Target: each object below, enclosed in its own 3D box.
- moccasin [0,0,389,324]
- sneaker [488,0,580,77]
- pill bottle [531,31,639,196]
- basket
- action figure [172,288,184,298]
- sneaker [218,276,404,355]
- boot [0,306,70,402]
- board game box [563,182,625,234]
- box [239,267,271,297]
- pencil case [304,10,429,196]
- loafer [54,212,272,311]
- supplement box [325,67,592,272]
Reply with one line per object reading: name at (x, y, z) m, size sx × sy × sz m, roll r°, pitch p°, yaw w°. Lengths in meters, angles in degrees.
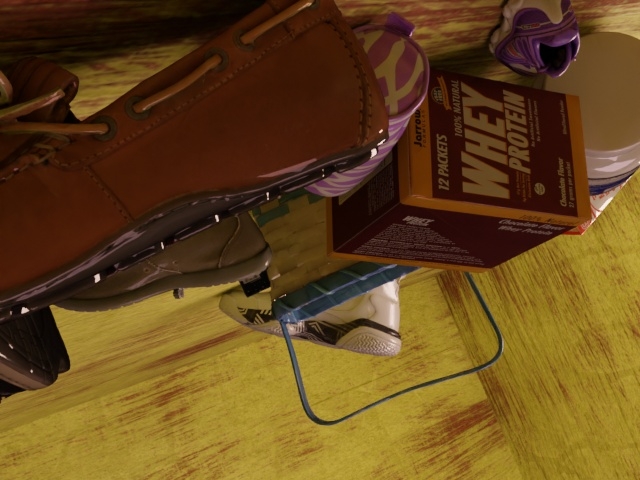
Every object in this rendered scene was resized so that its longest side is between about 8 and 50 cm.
moccasin at (-0.144, -0.047, 0.498) m, size 0.379 × 0.147 × 0.139 m, roll -25°, pitch -174°, yaw -10°
sneaker at (0.193, -0.170, 0.779) m, size 0.068 × 0.071 × 0.170 m, roll -24°, pitch 172°, yaw 8°
pill bottle at (0.312, -0.139, 1.007) m, size 0.153 × 0.153 × 0.264 m, roll -24°, pitch 171°, yaw 9°
basket at (0.060, 0.054, 1.076) m, size 0.254 × 0.289 × 0.201 m, roll -21°, pitch 167°, yaw 8°
action figure at (-0.171, 0.036, 1.162) m, size 0.137 × 0.064 × 0.232 m, roll -30°, pitch 173°, yaw 21°
sneaker at (-0.006, 0.097, 1.738) m, size 0.365 × 0.210 × 0.137 m, roll 12°, pitch 170°, yaw 1°
boot at (-0.412, 0.127, 0.860) m, size 0.284 × 0.138 × 0.377 m, roll -21°, pitch 177°, yaw -10°
board game box at (0.327, -0.071, 1.248) m, size 0.147 × 0.045 × 0.193 m, roll -44°, pitch -158°, yaw -22°
box at (0.000, 0.000, 1.285) m, size 0.233 × 0.044 × 0.159 m, roll -25°, pitch -173°, yaw 12°
pencil case at (0.026, -0.102, 0.733) m, size 0.088 × 0.086 × 0.206 m, roll -56°, pitch -176°, yaw -17°
loafer at (-0.180, 0.010, 0.940) m, size 0.251 × 0.088 × 0.094 m, roll -12°, pitch -162°, yaw -1°
supplement box at (0.128, -0.061, 0.878) m, size 0.191 × 0.129 × 0.194 m, roll 6°, pitch 161°, yaw -20°
